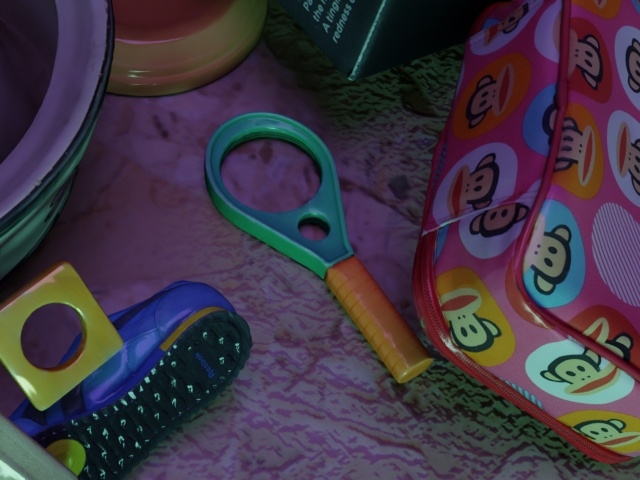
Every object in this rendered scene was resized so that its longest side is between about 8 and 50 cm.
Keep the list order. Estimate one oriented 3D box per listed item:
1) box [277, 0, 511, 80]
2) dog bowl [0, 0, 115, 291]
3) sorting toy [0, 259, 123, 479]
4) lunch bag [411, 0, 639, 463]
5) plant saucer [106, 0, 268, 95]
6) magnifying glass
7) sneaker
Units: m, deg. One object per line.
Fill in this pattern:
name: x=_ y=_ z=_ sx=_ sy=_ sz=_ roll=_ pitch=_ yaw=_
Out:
box: x=0.096 y=-0.429 z=0.960 sx=0.480 sy=0.297 sz=0.472 roll=-24 pitch=65 yaw=-35
dog bowl: x=-0.335 y=-0.094 z=0.813 sx=0.408 sy=0.150 sz=0.408 roll=4 pitch=58 yaw=-6
sorting toy: x=-0.238 y=0.143 z=0.651 sx=0.196 sy=0.047 sz=0.348 roll=47 pitch=72 yaw=-27
lunch bag: x=0.197 y=-0.013 z=0.835 sx=0.258 sy=0.120 sz=0.293 roll=34 pitch=53 yaw=-26
plant saucer: x=-0.137 y=-0.199 z=0.977 sx=0.200 sy=0.037 sz=0.200 roll=4 pitch=58 yaw=-7
magnifying glass: x=0.000 y=0.000 z=0.883 sx=0.092 sy=0.026 sz=0.231 roll=-26 pitch=67 yaw=-23
sneaker: x=-0.141 y=0.098 z=0.784 sx=0.209 sy=0.069 sz=0.082 roll=-38 pitch=40 yaw=-19
